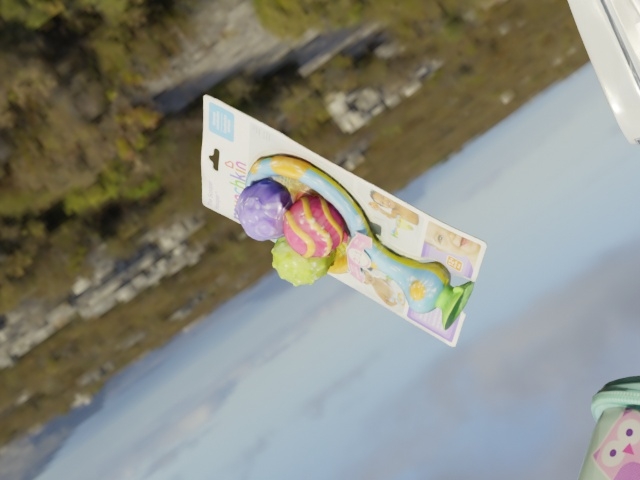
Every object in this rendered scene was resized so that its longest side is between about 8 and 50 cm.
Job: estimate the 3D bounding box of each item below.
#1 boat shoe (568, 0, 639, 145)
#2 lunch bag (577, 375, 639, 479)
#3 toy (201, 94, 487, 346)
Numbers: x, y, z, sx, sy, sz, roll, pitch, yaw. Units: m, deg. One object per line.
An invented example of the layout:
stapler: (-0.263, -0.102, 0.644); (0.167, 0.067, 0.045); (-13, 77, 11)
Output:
boat shoe: (0.197, -0.194, 0.907); (0.084, 0.258, 0.095); (-21, -172, 21)
lunch bag: (0.256, 0.155, 0.654); (0.224, 0.108, 0.279); (2, 157, 34)
toy: (0.000, 0.000, 1.031); (0.056, 0.237, 0.137); (-55, 164, -34)
